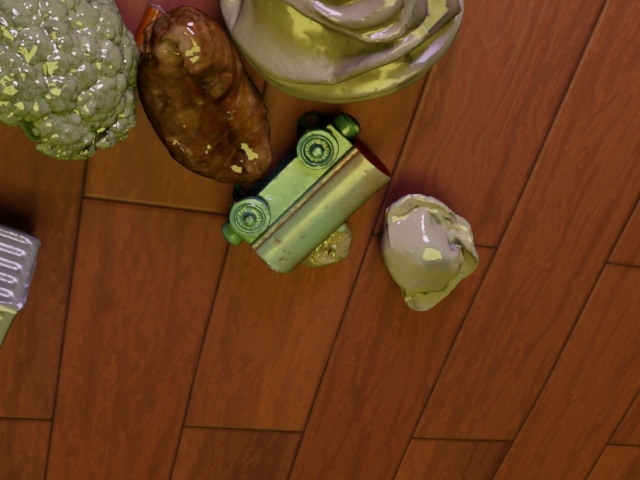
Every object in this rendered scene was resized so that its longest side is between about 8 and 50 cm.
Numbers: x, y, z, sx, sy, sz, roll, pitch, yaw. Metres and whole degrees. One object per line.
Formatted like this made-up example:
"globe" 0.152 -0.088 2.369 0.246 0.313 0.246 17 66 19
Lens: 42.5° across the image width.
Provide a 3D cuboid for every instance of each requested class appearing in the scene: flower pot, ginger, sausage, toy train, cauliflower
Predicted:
"flower pot" -0.549 0.062 1.237 0.190 0.209 0.239 20 118 -24
"ginger" -0.174 -0.207 1.157 0.165 0.172 0.321 -46 149 -12
"sausage" -0.252 -0.287 1.181 0.031 0.031 0.107 18 117 -24
"toy train" -0.023 -0.072 1.316 0.177 0.116 0.285 41 106 -18
"cauliflower" -0.381 -0.241 1.100 0.250 0.275 0.272 -9 164 36

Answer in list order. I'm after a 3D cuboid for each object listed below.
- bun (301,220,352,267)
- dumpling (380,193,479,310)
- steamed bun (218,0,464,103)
"bun" 0.000 0.000 1.412 0.115 0.069 0.115 -6 123 -9
"dumpling" 0.187 0.015 1.429 0.163 0.132 0.250 -16 126 2
"steamed bun" 0.049 -0.349 1.078 0.343 0.255 0.367 6 120 -14
